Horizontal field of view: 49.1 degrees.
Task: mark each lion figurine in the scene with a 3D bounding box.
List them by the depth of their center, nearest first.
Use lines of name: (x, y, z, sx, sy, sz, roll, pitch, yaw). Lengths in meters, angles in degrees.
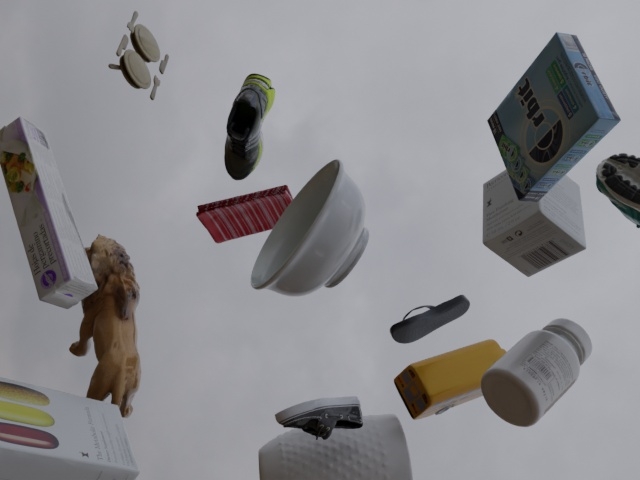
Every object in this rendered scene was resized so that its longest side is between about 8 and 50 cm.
lion figurine: (-0.386, 0.192, 1.296, 0.392, 0.142, 0.240, 59, -45, 35)

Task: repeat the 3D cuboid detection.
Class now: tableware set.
tableware set: (-0.390, -0.388, 1.491, 0.039, 0.194, 0.128, -19, -50, 19)

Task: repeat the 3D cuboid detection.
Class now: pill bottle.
pill bottle: (0.434, 0.253, 1.386, 0.131, 0.229, 0.131, 31, -43, 35)

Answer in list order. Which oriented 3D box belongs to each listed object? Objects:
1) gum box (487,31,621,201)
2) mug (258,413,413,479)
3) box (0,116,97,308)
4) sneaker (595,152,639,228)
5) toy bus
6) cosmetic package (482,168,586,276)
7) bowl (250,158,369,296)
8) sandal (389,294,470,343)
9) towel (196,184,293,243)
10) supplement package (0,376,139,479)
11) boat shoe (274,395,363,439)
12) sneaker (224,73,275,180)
gum box: (0.322, -0.171, 0.998, 0.184, 0.041, 0.157, 122, -38, -52)
mug: (0.030, 0.588, 1.590, 0.374, 0.328, 0.276, -100, -170, -46)
box: (-0.432, -0.049, 1.088, 0.324, 0.063, 0.067, 62, 11, 25)
sneaker: (0.606, -0.051, 1.235, 0.275, 0.107, 0.110, 44, -4, 16)
toy bus: (0.333, 0.320, 1.657, 0.108, 0.332, 0.130, 62, -37, 26)
cosmetic package: (0.448, -0.055, 1.481, 0.151, 0.184, 0.151, 33, -45, -24)
bowl: (0.000, 0.000, 1.363, 0.134, 0.298, 0.298, 35, -29, -15)
sandal: (0.292, 0.211, 1.920, 0.054, 0.254, 0.097, 52, -31, 37)
towel: (-0.205, -0.070, 2.042, 0.199, 0.275, 0.031, 69, 9, -59)
supplement package: (-0.372, 0.266, 0.852, 0.134, 0.244, 0.139, -56, -141, 10)
boat shoe: (0.005, 0.372, 1.445, 0.080, 0.228, 0.076, -34, -117, 33)
sneaker: (-0.204, -0.276, 1.803, 0.111, 0.121, 0.300, 21, -52, 8)
